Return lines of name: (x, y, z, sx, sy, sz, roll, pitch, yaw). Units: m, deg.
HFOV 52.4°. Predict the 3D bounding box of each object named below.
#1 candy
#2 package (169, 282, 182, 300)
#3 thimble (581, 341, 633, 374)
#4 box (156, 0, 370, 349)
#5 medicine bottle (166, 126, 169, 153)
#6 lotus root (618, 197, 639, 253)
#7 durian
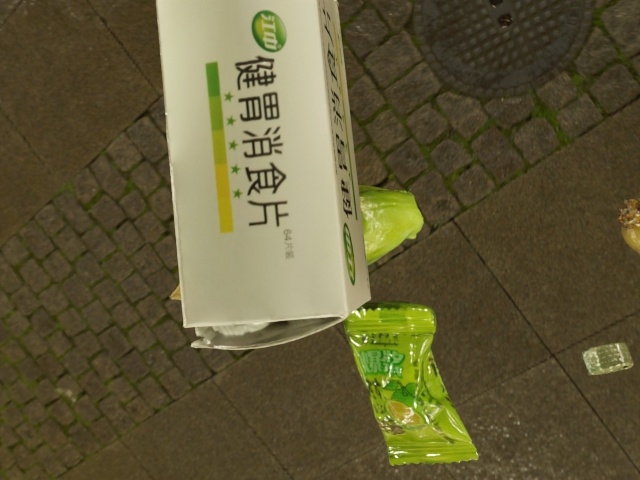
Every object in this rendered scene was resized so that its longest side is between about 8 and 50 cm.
candy: (0.117, 0.201, 0.869, 0.149, 0.069, 0.246, -9, 110, 40)
package: (-0.175, 0.082, 1.515, 0.165, 0.311, 0.221, 41, 101, 3)
thimble: (0.694, 0.287, 1.575, 0.110, 0.084, 0.062, -13, 66, 5)
box: (-0.046, -0.079, 0.604, 0.145, 0.173, 0.333, -6, 88, 11)
medicine bottle: (-0.235, -0.281, 1.863, 0.395, 0.242, 0.243, -11, 108, -18)
lotus root: (0.822, -0.029, 1.536, 0.342, 0.151, 0.169, 14, 104, -19)
durian: (0.000, 0.000, 0.782, 0.250, 0.139, 0.101, -21, 81, -4)
